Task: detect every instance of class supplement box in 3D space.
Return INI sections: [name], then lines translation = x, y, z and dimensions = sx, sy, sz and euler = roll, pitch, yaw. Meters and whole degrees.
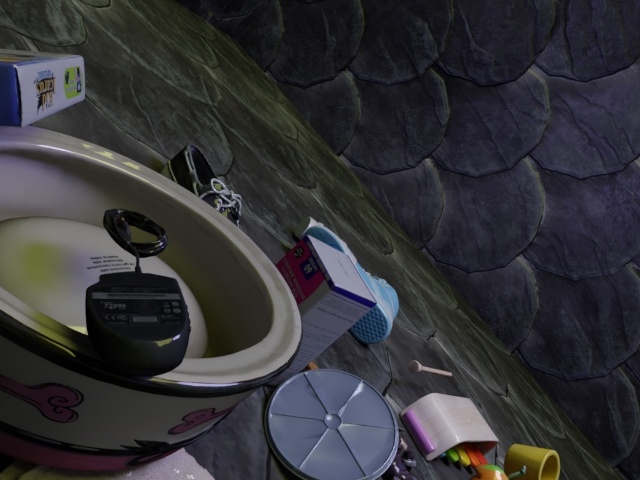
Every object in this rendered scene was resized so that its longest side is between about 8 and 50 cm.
[supplement box]
translation = -0.042, 0.115, 0.858
dimensions = 0.114, 0.220, 0.111
euler = 27, 24, -46

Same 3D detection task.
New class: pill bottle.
[pill bottle]
translation = 0.000, 0.000, 1.498
dimensions = 0.137, 0.078, 0.078
euler = 39, 17, -26

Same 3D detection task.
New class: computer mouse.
[computer mouse]
translation = -0.152, 0.034, 0.448
dimensions = 0.071, 0.041, 0.242
euler = 4, 23, -23

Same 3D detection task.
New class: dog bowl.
[dog bowl]
translation = -0.227, 0.050, 0.570
dimensions = 0.407, 0.150, 0.408
euler = 32, 16, -10

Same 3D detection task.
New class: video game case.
[video game case]
translation = -0.416, -0.171, 0.576
dimensions = 0.269, 0.061, 0.244
euler = 1, 19, -10

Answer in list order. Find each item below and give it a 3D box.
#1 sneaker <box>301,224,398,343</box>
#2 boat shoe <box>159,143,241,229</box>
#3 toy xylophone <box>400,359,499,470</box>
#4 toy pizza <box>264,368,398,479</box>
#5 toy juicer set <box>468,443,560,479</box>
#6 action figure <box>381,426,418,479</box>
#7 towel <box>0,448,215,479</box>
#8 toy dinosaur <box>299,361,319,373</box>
[sneaker]
translation = 0.079, 0.099, 1.385
dimensions = 0.319, 0.127, 0.208
euler = 58, 19, 6
[boat shoe]
translation = -0.210, -0.070, 1.082
dimensions = 0.113, 0.105, 0.306
euler = 24, 27, -52
[toy xylophone]
translation = 0.293, 0.403, 1.261
dimensions = 0.322, 0.081, 0.236
euler = 31, 22, -43
[toy pizza]
translation = 0.016, 0.276, 0.817
dimensions = 0.201, 0.032, 0.201
euler = 8, 36, -6
[toy juicer set]
translation = 0.253, 0.457, 0.750
dimensions = 0.209, 0.329, 0.089
euler = 8, -2, -43
[action figure]
translation = 0.126, 0.387, 0.868
dimensions = 0.185, 0.099, 0.285
euler = 15, 31, -49
[towel]
translation = -0.153, 0.271, 0.512
dimensions = 0.282, 0.049, 0.187
euler = 45, 17, -5
[toy dinosaur]
translation = -0.038, 0.215, 0.949
dimensions = 0.212, 0.064, 0.112
euler = 53, -3, -9
